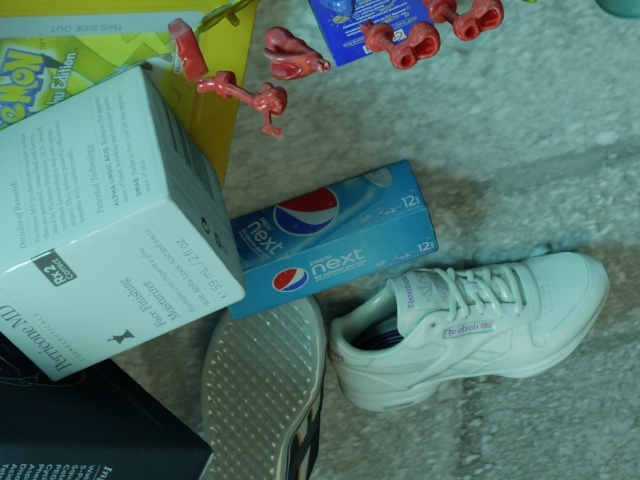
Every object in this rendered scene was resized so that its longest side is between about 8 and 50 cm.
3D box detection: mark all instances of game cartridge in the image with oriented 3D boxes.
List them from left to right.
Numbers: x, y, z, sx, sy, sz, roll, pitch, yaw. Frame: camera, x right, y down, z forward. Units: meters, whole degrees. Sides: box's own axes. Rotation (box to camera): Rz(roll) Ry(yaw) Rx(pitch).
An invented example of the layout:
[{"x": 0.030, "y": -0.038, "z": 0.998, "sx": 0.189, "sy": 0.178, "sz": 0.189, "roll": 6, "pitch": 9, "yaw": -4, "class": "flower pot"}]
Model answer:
[{"x": -0.224, "y": -0.117, "z": 1.314, "sx": 0.324, "sy": 0.052, "sz": 0.285, "roll": -6, "pitch": 140, "yaw": -18, "class": "game cartridge"}]

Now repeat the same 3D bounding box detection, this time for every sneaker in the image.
[{"x": -0.059, "y": 0.169, "z": 1.685, "sx": 0.126, "sy": 0.127, "sz": 0.321, "roll": 16, "pitch": 114, "yaw": 9, "class": "sneaker"}, {"x": 0.150, "y": 0.082, "z": 1.657, "sx": 0.305, "sy": 0.114, "sz": 0.152, "roll": -22, "pitch": 143, "yaw": 4, "class": "sneaker"}]

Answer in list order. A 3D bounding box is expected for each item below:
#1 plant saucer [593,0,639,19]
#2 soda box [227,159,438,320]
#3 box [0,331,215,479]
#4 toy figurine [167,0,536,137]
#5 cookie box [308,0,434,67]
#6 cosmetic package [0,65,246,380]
[{"x": 0.286, "y": -0.243, "z": 1.396, "sx": 0.119, "sy": 0.021, "sz": 0.119, "roll": -12, "pitch": 141, "yaw": -10, "class": "plant saucer"}, {"x": 0.000, "y": 0.000, "z": 1.535, "sx": 0.210, "sy": 0.067, "sz": 0.071, "roll": -20, "pitch": 142, "yaw": 1, "class": "soda box"}, {"x": -0.345, "y": 0.174, "z": 1.319, "sx": 0.395, "sy": 0.293, "sz": 0.212, "roll": 10, "pitch": 110, "yaw": -49, "class": "box"}, {"x": 0.041, "y": -0.264, "z": 1.134, "sx": 0.363, "sy": 0.191, "sz": 0.217, "roll": -28, "pitch": 128, "yaw": -9, "class": "toy figurine"}, {"x": 0.036, "y": -0.203, "z": 1.324, "sx": 0.092, "sy": 0.040, "sz": 0.107, "roll": -21, "pitch": 142, "yaw": 3, "class": "cookie box"}, {"x": -0.182, "y": -0.012, "z": 1.300, "sx": 0.184, "sy": 0.151, "sz": 0.151, "roll": -25, "pitch": 140, "yaw": 9, "class": "cosmetic package"}]
